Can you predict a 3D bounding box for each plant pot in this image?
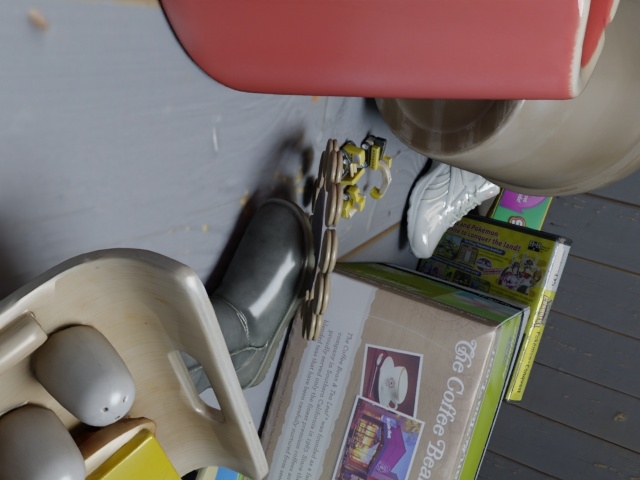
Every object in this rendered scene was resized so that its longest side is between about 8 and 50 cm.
[{"bbox_3d":[0.068,-0.209,0.414,0.275,0.243,0.275,-49,148,-44],"label":"plant pot"},{"bbox_3d":[0.212,-0.195,0.734,0.280,0.323,0.323,-14,121,-44],"label":"plant pot"}]

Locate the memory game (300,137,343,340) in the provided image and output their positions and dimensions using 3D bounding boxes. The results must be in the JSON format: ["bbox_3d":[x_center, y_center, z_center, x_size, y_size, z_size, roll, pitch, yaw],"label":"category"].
[{"bbox_3d":[0.000,0.000,0.595,0.186,0.012,0.186,-173,-90,-84],"label":"memory game"}]

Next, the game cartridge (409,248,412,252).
[{"bbox_3d":[0.171,-0.015,1.083,0.056,0.017,0.083,23,85,-63],"label":"game cartridge"}]

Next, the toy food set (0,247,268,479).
[{"bbox_3d":[-0.157,0.169,0.309,0.306,0.092,0.219,-39,144,-26],"label":"toy food set"}]

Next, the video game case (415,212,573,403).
[{"bbox_3d":[0.243,0.087,1.033,0.035,0.275,0.248,13,95,-31],"label":"video game case"}]

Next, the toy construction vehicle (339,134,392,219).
[{"bbox_3d":[0.052,-0.075,0.744,0.086,0.035,0.098,-47,147,-45],"label":"toy construction vehicle"}]

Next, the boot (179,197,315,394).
[{"bbox_3d":[-0.093,0.053,0.484,0.208,0.076,0.189,6,99,-60],"label":"boot"}]

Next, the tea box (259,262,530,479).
[{"bbox_3d":[0.097,0.212,0.822,0.323,0.220,0.329,6,101,-68],"label":"tea box"}]

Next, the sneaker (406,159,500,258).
[{"bbox_3d":[0.208,-0.074,0.992,0.232,0.115,0.090,-67,157,-12],"label":"sneaker"}]

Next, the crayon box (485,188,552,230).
[{"bbox_3d":[0.346,0.078,1.358,0.313,0.106,0.363,82,32,-69],"label":"crayon box"}]

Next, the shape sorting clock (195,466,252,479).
[{"bbox_3d":[-0.101,0.271,0.613,0.206,0.040,0.206,9,90,-84],"label":"shape sorting clock"}]
